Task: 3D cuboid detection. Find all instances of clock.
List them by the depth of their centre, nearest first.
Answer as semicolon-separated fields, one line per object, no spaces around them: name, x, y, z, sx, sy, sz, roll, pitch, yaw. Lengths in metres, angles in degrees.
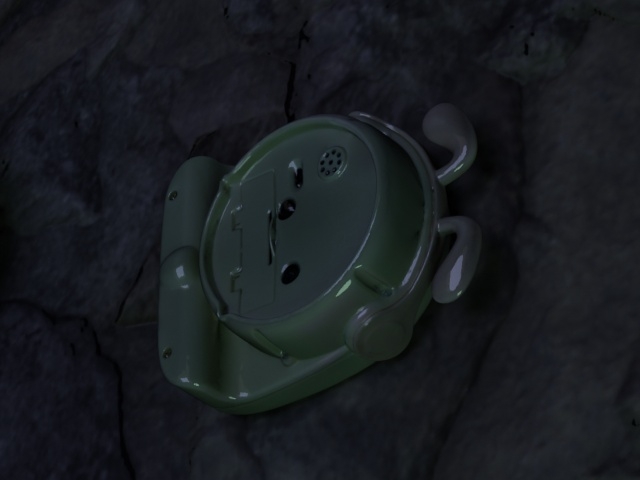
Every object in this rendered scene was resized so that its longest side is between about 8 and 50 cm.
clock;0.000;0.000;0.920;0.191;0.062;0.151;-23;52;30
